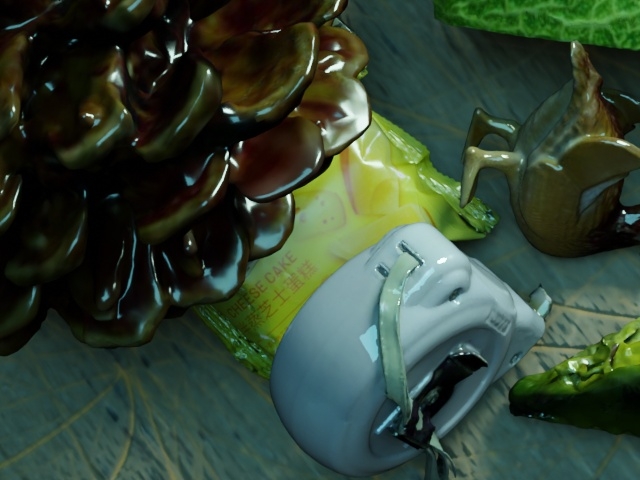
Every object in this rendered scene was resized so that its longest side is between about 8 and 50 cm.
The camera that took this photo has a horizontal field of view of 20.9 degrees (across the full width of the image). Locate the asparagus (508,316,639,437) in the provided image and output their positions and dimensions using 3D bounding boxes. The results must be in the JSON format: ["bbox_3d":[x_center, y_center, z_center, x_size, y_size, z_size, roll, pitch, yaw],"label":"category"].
[{"bbox_3d":[0.321,0.097,1.172,0.382,0.128,0.108,8,47,10],"label":"asparagus"}]

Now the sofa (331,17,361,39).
[{"bbox_3d":[-0.027,-0.120,1.291,0.060,0.039,0.118,42,88,12],"label":"sofa"}]

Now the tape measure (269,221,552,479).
[{"bbox_3d":[0.059,0.083,1.169,0.105,0.196,0.178,45,102,28],"label":"tape measure"}]

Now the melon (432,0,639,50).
[{"bbox_3d":[0.273,-0.260,1.205,0.343,0.226,0.331,6,64,21],"label":"melon"}]

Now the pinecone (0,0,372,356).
[{"bbox_3d":[-0.161,-0.139,1.125,0.398,0.398,0.398,-1,81,8],"label":"pinecone"}]

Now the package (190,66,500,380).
[{"bbox_3d":[0.000,0.000,1.235,0.168,0.090,0.226,44,87,-7],"label":"package"}]

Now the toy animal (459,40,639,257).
[{"bbox_3d":[0.189,-0.054,1.193,0.179,0.188,0.089,14,48,1],"label":"toy animal"}]
